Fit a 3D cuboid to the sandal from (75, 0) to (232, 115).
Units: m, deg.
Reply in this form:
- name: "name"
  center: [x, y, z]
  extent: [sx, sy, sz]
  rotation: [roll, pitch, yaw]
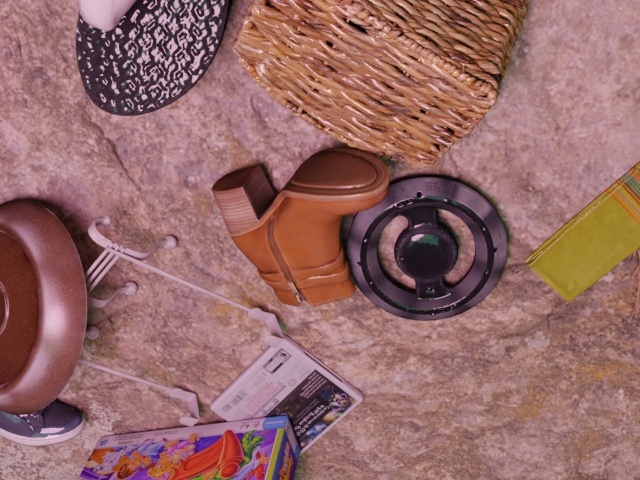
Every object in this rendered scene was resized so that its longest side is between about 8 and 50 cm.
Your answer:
- name: "sandal"
  center: [-0.165, -0.360, 0.900]
  extent: [0.168, 0.107, 0.445]
  rotation: [20, 103, -4]

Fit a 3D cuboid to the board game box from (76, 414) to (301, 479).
- name: "board game box"
  center: [-0.222, 0.399, 1.162]
  extent: [0.348, 0.233, 0.078]
  rotation: [-10, 117, 14]

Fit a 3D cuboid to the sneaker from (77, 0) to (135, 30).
- name: "sneaker"
  center: [-0.154, -0.344, 0.795]
  extent: [0.129, 0.111, 0.297]
  rotation: [36, 101, -11]

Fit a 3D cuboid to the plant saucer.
- name: "plant saucer"
  center: [-0.453, 0.095, 1.057]
  extent: [0.311, 0.050, 0.310]
  rotation: [-1, 88, 32]

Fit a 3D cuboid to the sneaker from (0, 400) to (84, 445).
- name: "sneaker"
  center: [-0.497, 0.240, 1.207]
  extent: [0.226, 0.086, 0.163]
  rotation: [12, 118, 1]

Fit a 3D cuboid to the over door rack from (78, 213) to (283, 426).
- name: "over door rack"
  center: [-0.257, 0.121, 1.128]
  extent: [0.324, 0.108, 0.239]
  rotation: [34, 116, -23]

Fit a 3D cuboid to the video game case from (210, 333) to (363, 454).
- name: "video game case"
  center: [-0.056, 0.263, 1.217]
  extent: [0.173, 0.022, 0.190]
  rotation: [39, 111, -13]

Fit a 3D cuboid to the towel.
- name: "towel"
  center: [0.411, -0.014, 1.046]
  extent: [0.102, 0.021, 0.237]
  rotation: [41, 112, -13]

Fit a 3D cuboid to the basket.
- name: "basket"
  center: [0.072, -0.259, 0.920]
  extent: [0.299, 0.223, 0.213]
  rotation: [29, 147, -9]

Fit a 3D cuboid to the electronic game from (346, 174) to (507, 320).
- name: "electronic game"
  center: [0.151, 0.015, 1.067]
  extent: [0.230, 0.048, 0.229]
  rotation: [2, 116, 5]

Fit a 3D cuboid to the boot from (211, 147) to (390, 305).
- name: "boot"
  center: [0.000, 0.000, 1.006]
  extent: [0.284, 0.109, 0.220]
  rotation: [-7, 124, 32]
